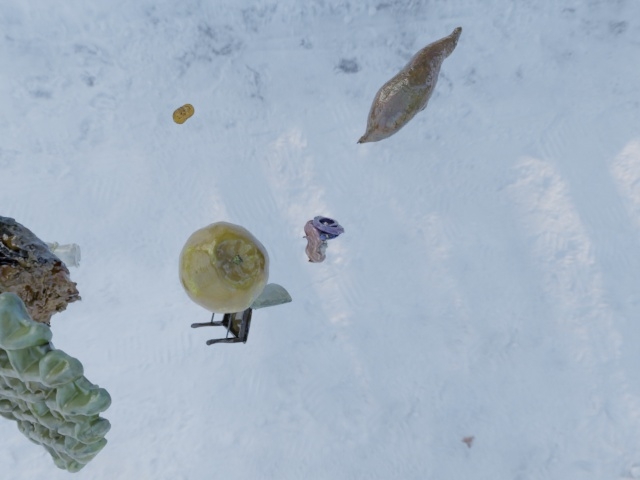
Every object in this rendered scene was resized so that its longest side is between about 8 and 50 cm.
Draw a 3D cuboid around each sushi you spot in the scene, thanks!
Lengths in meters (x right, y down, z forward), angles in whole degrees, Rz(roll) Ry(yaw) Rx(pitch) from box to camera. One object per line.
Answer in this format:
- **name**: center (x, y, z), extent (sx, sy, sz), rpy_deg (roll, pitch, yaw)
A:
- **sushi**: center (-0.624, 0.081, 0.900), extent (0.208, 0.349, 0.234), rpy_deg (32, 122, 17)

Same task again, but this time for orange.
- **orange**: center (-0.282, 0.078, 1.521), extent (0.279, 0.235, 0.278), rpy_deg (17, 62, -35)

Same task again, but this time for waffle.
- **waffle**: center (-0.402, 0.188, 0.692), extent (0.292, 0.309, 0.056), rpy_deg (40, 45, 5)

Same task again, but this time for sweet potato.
- **sweet potato**: center (0.133, -0.218, 0.709), extent (0.068, 0.068, 0.226), rpy_deg (40, 87, 2)

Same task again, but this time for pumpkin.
- **pumpkin**: center (-0.463, -0.427, 1.722), extent (0.083, 0.028, 0.050), rpy_deg (-36, 125, -15)

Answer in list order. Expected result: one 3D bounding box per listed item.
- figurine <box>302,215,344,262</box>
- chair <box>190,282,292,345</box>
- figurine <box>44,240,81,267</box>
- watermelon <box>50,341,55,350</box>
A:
- **figurine**: center (-0.007, -0.007, 1.581), extent (0.114, 0.126, 0.157), rpy_deg (28, 113, -16)
- **chair**: center (-0.283, 0.259, 1.856), extent (0.319, 0.160, 0.186), rpy_deg (2, 107, -39)
- **figurine**: center (-0.800, 0.052, 1.526), extent (0.146, 0.081, 0.098), rpy_deg (2, 105, -12)
- **watermelon**: center (-1.040, 0.387, 1.755), extent (0.260, 0.176, 0.255), rpy_deg (4, 65, -24)
